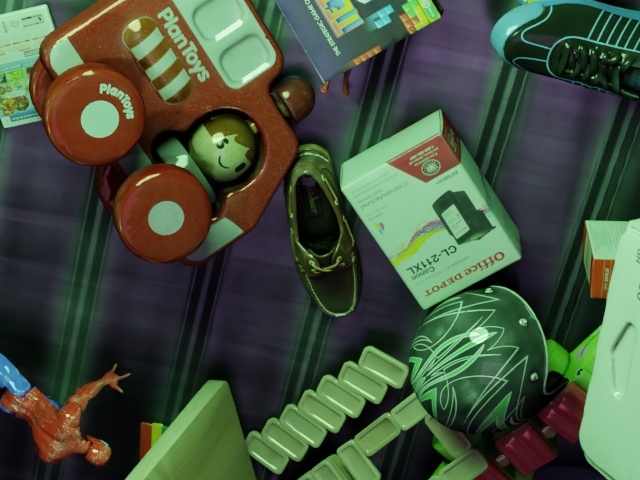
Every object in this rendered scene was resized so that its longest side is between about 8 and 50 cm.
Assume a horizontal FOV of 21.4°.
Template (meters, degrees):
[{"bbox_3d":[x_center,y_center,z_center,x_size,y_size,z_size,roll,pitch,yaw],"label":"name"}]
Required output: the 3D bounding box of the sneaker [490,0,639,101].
[{"bbox_3d":[0.291,-0.187,1.705,0.232,0.090,0.081,1,128,-12],"label":"sneaker"}]

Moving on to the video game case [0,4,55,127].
[{"bbox_3d":[-0.314,-0.184,1.798,0.087,0.011,0.122,-12,115,7],"label":"video game case"}]

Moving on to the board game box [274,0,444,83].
[{"bbox_3d":[0.022,-0.267,1.708,0.141,0.048,0.170,-30,100,14],"label":"board game box"}]

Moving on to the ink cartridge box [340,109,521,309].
[{"bbox_3d":[0.121,-0.032,1.824,0.127,0.072,0.175,-29,112,15],"label":"ink cartridge box"}]

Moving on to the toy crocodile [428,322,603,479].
[{"bbox_3d":[0.240,0.216,1.924,0.340,0.105,0.115,-41,108,19],"label":"toy crocodile"}]

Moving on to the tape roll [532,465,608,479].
[{"bbox_3d":[0.289,0.408,2.027,0.275,0.090,0.274,1,115,2],"label":"tape roll"}]

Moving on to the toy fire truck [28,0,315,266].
[{"bbox_3d":[-0.142,-0.135,1.747,0.254,0.169,0.302,-35,112,-3],"label":"toy fire truck"}]

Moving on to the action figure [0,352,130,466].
[{"bbox_3d":[-0.338,0.158,1.935,0.280,0.139,0.091,36,117,9],"label":"action figure"}]

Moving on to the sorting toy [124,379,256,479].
[{"bbox_3d":[-0.174,0.330,1.925,0.089,0.257,0.255,4,124,29],"label":"sorting toy"}]

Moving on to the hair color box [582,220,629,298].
[{"bbox_3d":[0.372,0.022,1.831,0.167,0.093,0.053,0,117,2],"label":"hair color box"}]

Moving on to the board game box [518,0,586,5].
[{"bbox_3d":[0.261,-0.324,1.695,0.201,0.035,0.136,-40,109,20],"label":"board game box"}]

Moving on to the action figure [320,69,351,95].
[{"bbox_3d":[0.025,-0.208,1.767,0.038,0.030,0.115,9,114,1],"label":"action figure"}]

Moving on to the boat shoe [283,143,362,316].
[{"bbox_3d":[0.000,0.000,1.845,0.073,0.073,0.207,-14,116,6],"label":"boat shoe"}]

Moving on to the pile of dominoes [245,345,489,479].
[{"bbox_3d":[0.051,0.244,1.957,0.251,0.040,0.196,-40,85,26],"label":"pile of dominoes"}]

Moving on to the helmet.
[{"bbox_3d":[0.177,0.130,1.824,0.169,0.161,0.169,-4,81,28],"label":"helmet"}]

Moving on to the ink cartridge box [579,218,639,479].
[{"bbox_3d":[0.488,0.109,1.736,0.395,0.166,0.285,-10,120,-27],"label":"ink cartridge box"}]
